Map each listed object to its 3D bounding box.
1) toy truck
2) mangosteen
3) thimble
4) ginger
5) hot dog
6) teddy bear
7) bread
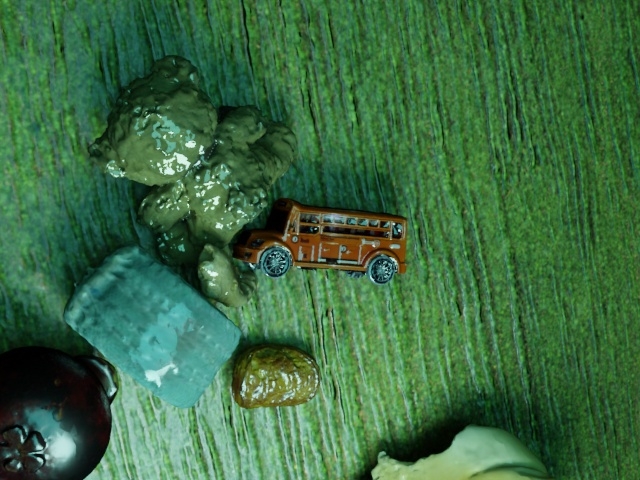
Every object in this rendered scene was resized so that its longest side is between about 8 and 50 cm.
[{"bbox_3d":[0.000,0.000,1.284,0.252,0.107,0.114,6,93,-22],"label":"toy truck"},{"bbox_3d":[-0.370,0.232,1.127,0.209,0.210,0.210,-2,97,-20],"label":"mangosteen"},{"bbox_3d":[-0.227,0.110,1.163,0.235,0.198,0.143,42,80,-26],"label":"thimble"},{"bbox_3d":[-0.133,0.058,1.221,0.051,0.173,0.070,-3,72,11],"label":"ginger"},{"bbox_3d":[-0.070,0.209,1.305,0.147,0.065,0.099,-1,96,-31],"label":"hot dog"},{"bbox_3d":[-0.180,-0.115,1.181,0.256,0.156,0.267,41,83,-18],"label":"teddy bear"},{"bbox_3d":[0.198,0.488,1.338,0.424,0.245,0.329,-39,107,-8],"label":"bread"}]
